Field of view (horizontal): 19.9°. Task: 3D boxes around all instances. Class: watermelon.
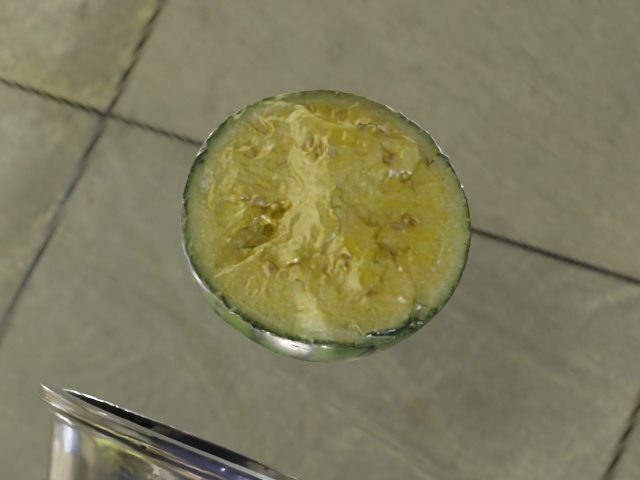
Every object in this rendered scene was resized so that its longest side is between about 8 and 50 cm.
[{"bbox_3d":[0.000,0.000,0.665,0.105,0.062,0.105,2,65,-5],"label":"watermelon"}]

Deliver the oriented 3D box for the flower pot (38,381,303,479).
[{"bbox_3d":[-0.099,0.201,1.187,0.235,0.235,0.148,19,85,38],"label":"flower pot"}]
